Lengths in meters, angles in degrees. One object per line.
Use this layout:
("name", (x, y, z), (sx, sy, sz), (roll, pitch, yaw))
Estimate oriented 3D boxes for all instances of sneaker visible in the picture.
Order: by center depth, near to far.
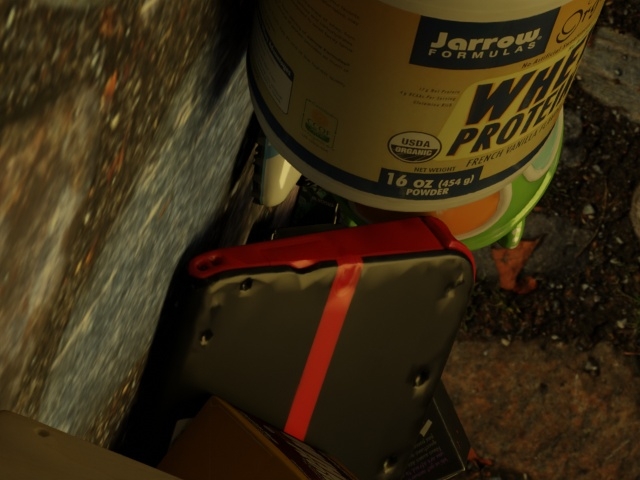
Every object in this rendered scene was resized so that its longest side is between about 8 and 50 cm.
("sneaker", (0.008, -0.130, 1.441), (0.085, 0.086, 0.237), (100, 14, -70))

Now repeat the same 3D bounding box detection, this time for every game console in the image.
("game console", (-0.036, 0.162, 1.507), (0.342, 0.060, 0.386), (-6, 124, -42))

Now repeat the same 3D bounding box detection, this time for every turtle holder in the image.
("turtle holder", (0.120, -0.154, 1.605), (0.320, 0.243, 0.227), (-59, 164, -11))

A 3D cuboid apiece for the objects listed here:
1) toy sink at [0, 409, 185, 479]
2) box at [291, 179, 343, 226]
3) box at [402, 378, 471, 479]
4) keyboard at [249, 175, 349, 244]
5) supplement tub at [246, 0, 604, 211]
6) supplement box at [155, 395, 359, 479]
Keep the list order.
("toy sink", (-0.152, 0.236, 0.943), (0.131, 0.153, 0.234), (-57, 166, -66))
("box", (0.003, 0.001, 2.032), (0.232, 0.058, 0.322), (-61, 169, -51))
("box", (0.081, 0.195, 2.303), (0.143, 0.270, 0.165), (-24, -179, 9))
("keyboard", (0.000, 0.000, 1.771), (0.317, 0.033, 0.201), (-5, 111, -68))
("supplement tub", (0.075, -0.188, 1.128), (0.316, 0.228, 0.228), (102, 11, -57))
("supplement box", (-0.055, 0.260, 1.415), (0.191, 0.129, 0.194), (-52, 142, 2))
